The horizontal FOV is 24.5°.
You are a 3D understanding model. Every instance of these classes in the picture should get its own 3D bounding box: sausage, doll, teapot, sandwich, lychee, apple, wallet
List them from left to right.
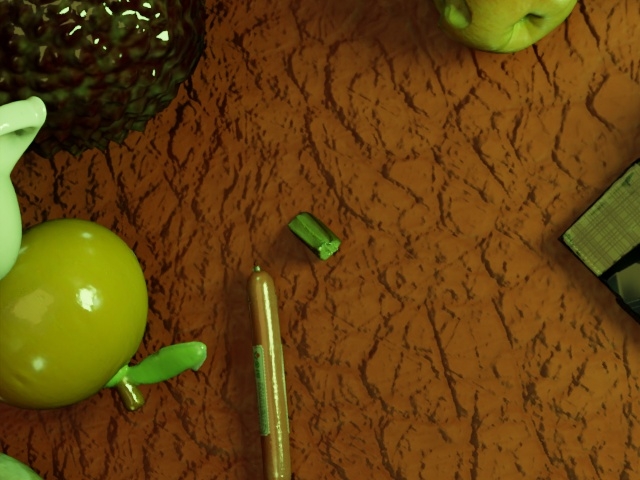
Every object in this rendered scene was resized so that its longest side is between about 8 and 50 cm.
[{"bbox_3d":[-0.347,-0.054,1.398,0.139,0.298,0.204,-25,90,-26],"label":"teapot"},{"bbox_3d":[-0.259,-0.235,1.489,0.330,0.306,0.306,-46,77,12],"label":"lychee"},{"bbox_3d":[-0.259,0.099,1.533,0.236,0.213,0.213,45,98,0],"label":"doll"},{"bbox_3d":[-0.054,0.149,1.553,0.034,0.034,0.253,-7,84,14],"label":"sausage"},{"bbox_3d":[0.000,0.000,1.548,0.031,0.044,0.083,-47,34,3],"label":"sandwich"},{"bbox_3d":[0.169,-0.278,1.455,0.199,0.199,0.199,-1,86,14],"label":"apple"},{"bbox_3d":[0.355,0.038,1.453,0.124,0.042,0.230,-45,79,5],"label":"wallet"}]

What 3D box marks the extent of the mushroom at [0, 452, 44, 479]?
[{"bbox_3d":[-0.381,0.341,1.528,0.243,0.243,0.244,-1,86,14],"label":"mushroom"}]
